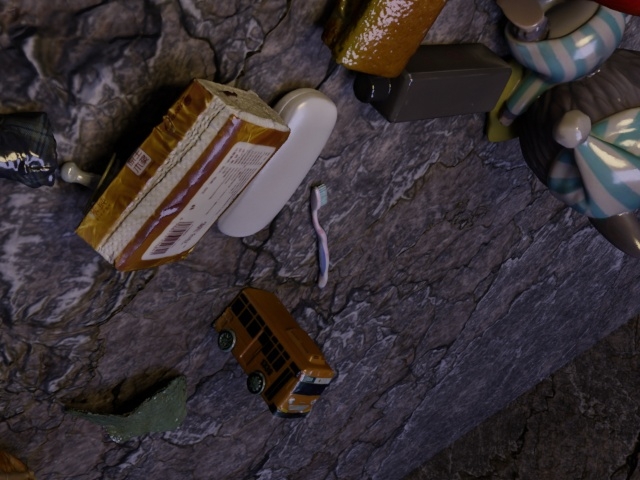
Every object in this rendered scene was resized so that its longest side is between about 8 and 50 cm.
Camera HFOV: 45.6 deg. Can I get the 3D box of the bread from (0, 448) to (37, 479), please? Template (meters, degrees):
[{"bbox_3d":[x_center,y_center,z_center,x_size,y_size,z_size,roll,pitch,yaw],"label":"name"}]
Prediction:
[{"bbox_3d":[-0.492,0.470,1.013,0.279,0.371,0.390,-27,144,-10],"label":"bread"}]

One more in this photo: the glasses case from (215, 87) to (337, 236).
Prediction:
[{"bbox_3d":[-0.063,-0.099,1.007,0.092,0.059,0.233,5,129,-47],"label":"glasses case"}]

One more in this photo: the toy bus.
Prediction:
[{"bbox_3d":[-0.072,0.178,1.222,0.114,0.201,0.098,-50,147,14],"label":"toy bus"}]

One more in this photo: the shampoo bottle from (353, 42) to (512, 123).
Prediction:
[{"bbox_3d":[0.151,-0.219,1.051,0.246,0.080,0.079,-13,139,-36],"label":"shampoo bottle"}]

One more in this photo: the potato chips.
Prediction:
[{"bbox_3d":[-0.307,0.283,1.258,0.228,0.059,0.167,-10,149,-38],"label":"potato chips"}]

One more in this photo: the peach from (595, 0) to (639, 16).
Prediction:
[{"bbox_3d":[0.357,-0.395,0.779,0.370,0.370,0.370,-26,147,-19],"label":"peach"}]

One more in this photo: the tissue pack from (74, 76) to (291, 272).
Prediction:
[{"bbox_3d":[-0.148,-0.073,0.878,0.226,0.092,0.183,-51,172,13],"label":"tissue pack"}]

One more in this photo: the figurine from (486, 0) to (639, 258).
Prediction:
[{"bbox_3d":[0.446,-0.179,1.124,0.266,0.377,0.361,-39,150,1],"label":"figurine"}]

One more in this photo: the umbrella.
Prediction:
[{"bbox_3d":[-0.367,-0.084,0.718,0.224,0.080,0.071,-2,168,-40],"label":"umbrella"}]

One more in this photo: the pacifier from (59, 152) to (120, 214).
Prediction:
[{"bbox_3d":[-0.261,-0.072,0.861,0.064,0.068,0.083,26,123,-20],"label":"pacifier"}]

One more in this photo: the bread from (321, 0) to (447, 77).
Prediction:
[{"bbox_3d":[0.086,-0.281,0.881,0.132,0.103,0.172,0,134,-45],"label":"bread"}]

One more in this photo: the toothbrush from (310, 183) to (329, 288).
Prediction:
[{"bbox_3d":[0.000,0.000,1.237,0.027,0.021,0.269,-22,146,-15],"label":"toothbrush"}]
